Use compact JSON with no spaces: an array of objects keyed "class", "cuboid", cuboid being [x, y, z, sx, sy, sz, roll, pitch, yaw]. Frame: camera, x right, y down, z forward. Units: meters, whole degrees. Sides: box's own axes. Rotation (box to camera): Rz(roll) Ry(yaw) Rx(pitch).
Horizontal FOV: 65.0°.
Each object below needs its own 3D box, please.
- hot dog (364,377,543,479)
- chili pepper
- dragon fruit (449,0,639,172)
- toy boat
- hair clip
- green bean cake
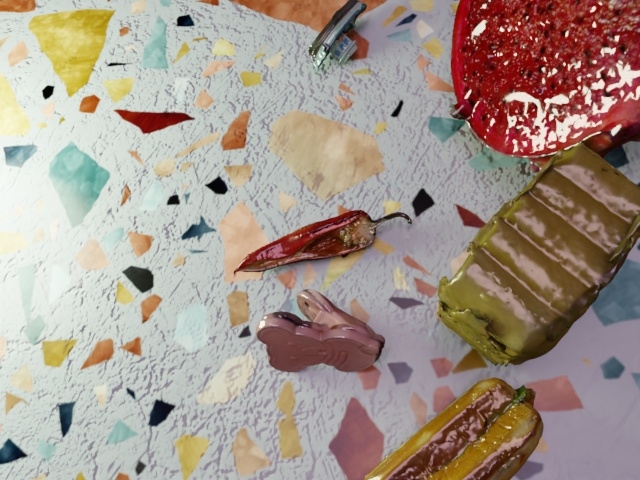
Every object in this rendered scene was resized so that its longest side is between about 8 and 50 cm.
[{"class":"hot dog","cuboid":[0.158,0.258,0.586,0.250,0.076,0.104,-38,48,-8]},{"class":"chili pepper","cuboid":[0.000,0.000,0.728,0.268,0.059,0.050,-18,29,7]},{"class":"dragon fruit","cuboid":[0.353,-0.268,0.624,0.249,0.371,0.386,2,59,-24]},{"class":"toy boat","cuboid":[0.035,-0.341,0.847,0.066,0.059,0.140,39,79,-5]},{"class":"hair clip","cuboid":[0.000,0.134,0.644,0.138,0.123,0.102,31,58,24]},{"class":"green bean cake","cuboid":[0.242,0.031,0.572,0.131,0.224,0.229,42,84,19]}]
